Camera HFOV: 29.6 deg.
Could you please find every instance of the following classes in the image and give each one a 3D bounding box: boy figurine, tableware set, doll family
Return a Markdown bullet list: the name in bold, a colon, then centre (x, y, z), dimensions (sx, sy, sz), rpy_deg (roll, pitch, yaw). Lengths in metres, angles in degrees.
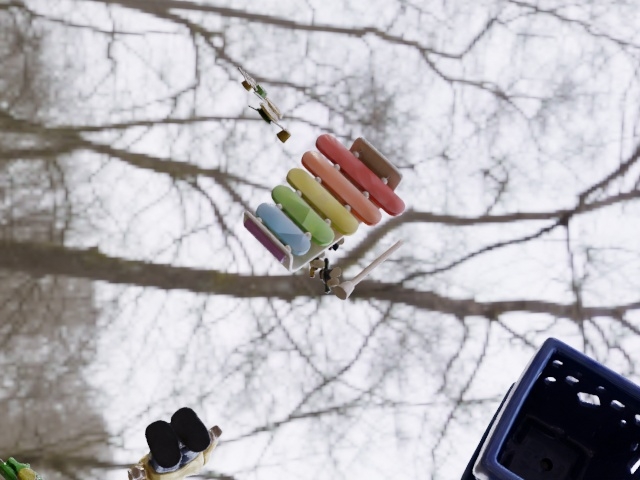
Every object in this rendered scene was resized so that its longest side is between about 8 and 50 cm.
- **boy figurine**: centre (-0.250, 0.367, 2.074), dimensions (0.092, 0.177, 0.285), rpy_deg (59, -20, 12)
- **tableware set**: centre (-0.097, -0.230, 2.115), dimensions (0.024, 0.104, 0.154), rpy_deg (-40, -123, 11)
- **doll family**: centre (0.000, 0.000, 2.263), dimensions (0.111, 0.076, 0.193), rpy_deg (-156, -105, -80)

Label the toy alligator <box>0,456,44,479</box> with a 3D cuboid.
- **toy alligator**: centre (-0.467, 0.378, 1.913), dimensions (0.190, 0.051, 0.056), rpy_deg (46, -56, 20)

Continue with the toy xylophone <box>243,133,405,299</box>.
- **toy xylophone**: centre (0.024, -0.041, 2.100), dimensions (0.236, 0.323, 0.081), rpy_deg (37, -38, 9)

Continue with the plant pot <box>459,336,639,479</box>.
- **plant pot**: centre (0.356, 0.319, 1.801), dimensions (0.236, 0.236, 0.212), rpy_deg (-57, 176, -26)
